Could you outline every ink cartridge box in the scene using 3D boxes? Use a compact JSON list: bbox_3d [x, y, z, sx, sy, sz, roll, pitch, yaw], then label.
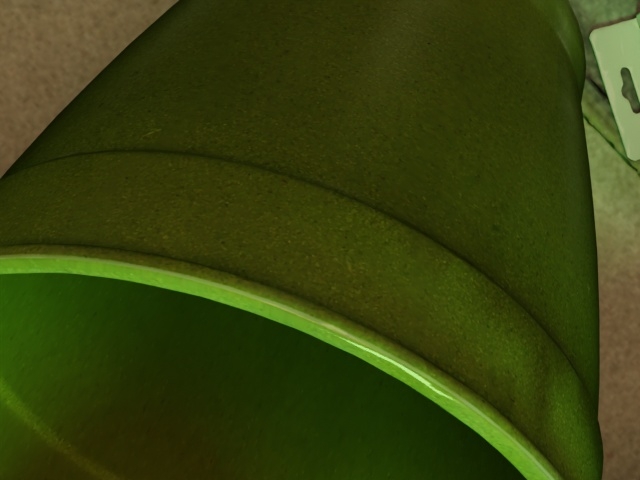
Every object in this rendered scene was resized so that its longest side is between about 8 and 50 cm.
[{"bbox_3d":[0.295,-0.131,0.958,0.181,0.061,0.104,-17,89,-10],"label":"ink cartridge box"}]

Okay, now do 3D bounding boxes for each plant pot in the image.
[{"bbox_3d":[0.000,0.000,0.743,0.367,0.366,0.353,26,53,-7],"label":"plant pot"}]

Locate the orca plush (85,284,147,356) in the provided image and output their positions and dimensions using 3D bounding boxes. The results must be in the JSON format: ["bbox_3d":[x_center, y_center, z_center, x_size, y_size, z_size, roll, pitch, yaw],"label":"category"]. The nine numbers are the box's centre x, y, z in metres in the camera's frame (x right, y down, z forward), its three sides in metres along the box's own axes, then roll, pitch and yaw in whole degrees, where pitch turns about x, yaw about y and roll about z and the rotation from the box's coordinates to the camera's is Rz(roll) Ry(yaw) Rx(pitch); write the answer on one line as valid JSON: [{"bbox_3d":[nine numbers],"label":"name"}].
[{"bbox_3d":[-0.218,-0.021,0.833,0.151,0.102,0.287,-38,86,-24],"label":"orca plush"}]
